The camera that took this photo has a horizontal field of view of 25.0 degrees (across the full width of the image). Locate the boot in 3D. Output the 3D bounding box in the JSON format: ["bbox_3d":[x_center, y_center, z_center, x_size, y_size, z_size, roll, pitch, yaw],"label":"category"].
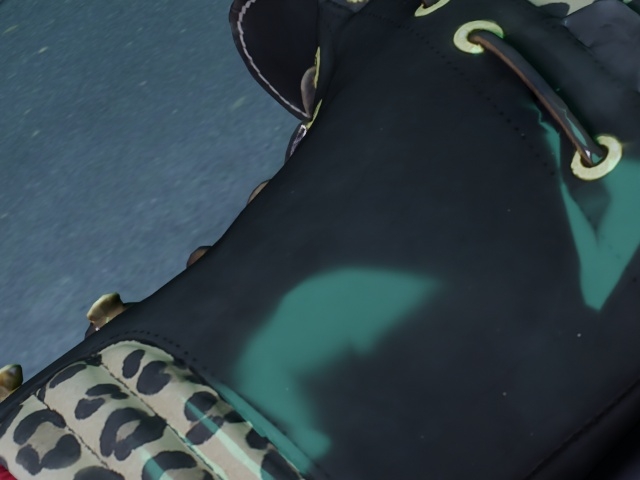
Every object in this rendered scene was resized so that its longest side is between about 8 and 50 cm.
[{"bbox_3d":[0.000,0.000,0.527,0.284,0.138,0.377,-42,34,-15],"label":"boot"}]
